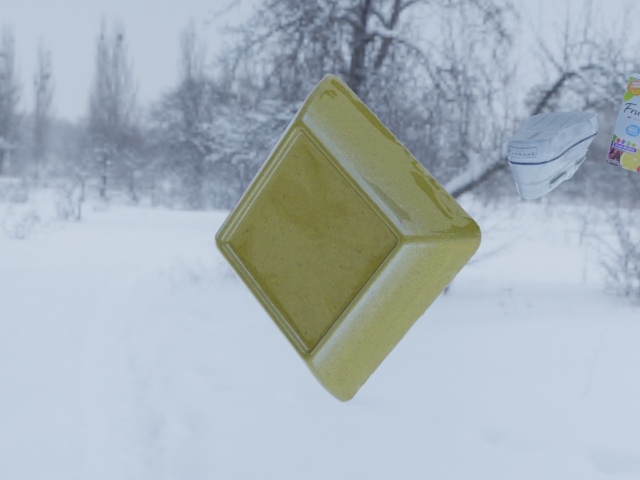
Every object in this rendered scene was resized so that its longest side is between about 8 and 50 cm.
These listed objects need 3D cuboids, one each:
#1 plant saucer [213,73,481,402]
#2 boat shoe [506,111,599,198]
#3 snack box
[{"bbox_3d":[0.000,0.000,1.267,0.081,0.333,0.333,-5,48,-51],"label":"plant saucer"},{"bbox_3d":[0.278,-0.106,1.149,0.083,0.076,0.226,8,21,34],"label":"boat shoe"},{"bbox_3d":[0.503,-0.173,1.434,0.100,0.141,0.037,20,29,22],"label":"snack box"}]
